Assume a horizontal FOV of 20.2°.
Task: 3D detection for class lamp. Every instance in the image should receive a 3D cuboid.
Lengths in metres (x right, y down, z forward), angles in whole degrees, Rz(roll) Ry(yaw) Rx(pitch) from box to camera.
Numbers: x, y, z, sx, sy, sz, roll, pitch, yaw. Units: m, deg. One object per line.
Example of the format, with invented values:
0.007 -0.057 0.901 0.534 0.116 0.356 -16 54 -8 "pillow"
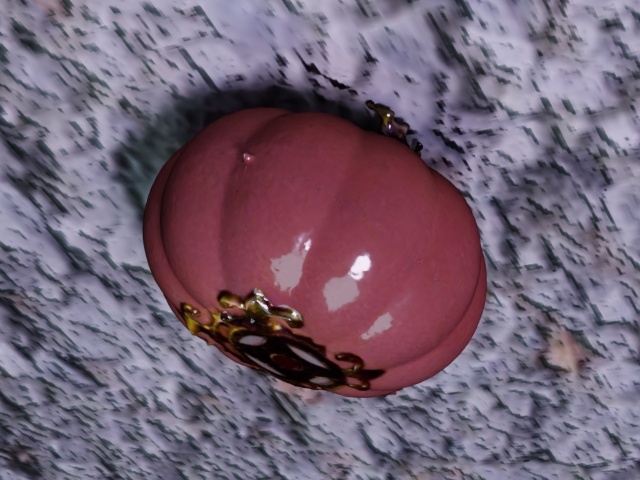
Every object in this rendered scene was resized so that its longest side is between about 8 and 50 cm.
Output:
0.000 0.000 0.921 0.182 0.140 0.182 18 156 8 "lamp"
